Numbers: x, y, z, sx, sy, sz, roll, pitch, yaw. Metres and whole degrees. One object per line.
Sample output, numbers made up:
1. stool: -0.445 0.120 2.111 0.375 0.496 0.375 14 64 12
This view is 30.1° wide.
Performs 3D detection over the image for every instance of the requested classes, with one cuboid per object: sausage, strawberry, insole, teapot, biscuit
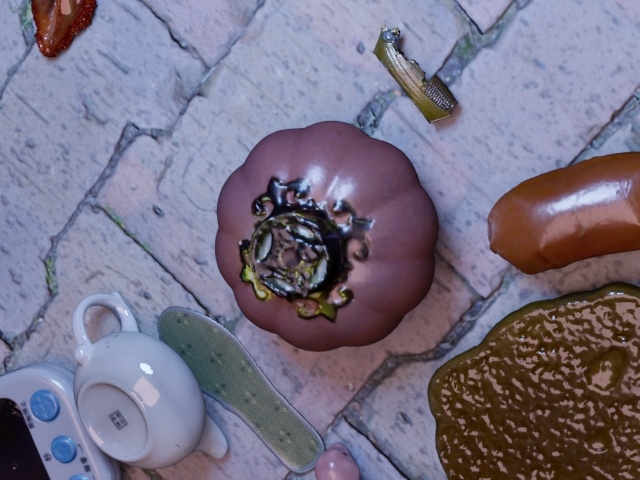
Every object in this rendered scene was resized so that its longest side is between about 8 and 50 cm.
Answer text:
1. sausage: 0.334 -0.037 1.480 0.258 0.133 0.133 -15 97 24
2. strawberry: -0.372 -0.332 1.686 0.104 0.048 0.152 23 105 16
3. insole: -0.119 0.217 1.748 0.322 0.007 0.109 45 112 5
4. teapot: -0.264 0.210 1.723 0.208 0.166 0.299 -34 82 50
5. biscuit: 0.333 0.227 1.567 0.359 0.074 0.381 34 108 7

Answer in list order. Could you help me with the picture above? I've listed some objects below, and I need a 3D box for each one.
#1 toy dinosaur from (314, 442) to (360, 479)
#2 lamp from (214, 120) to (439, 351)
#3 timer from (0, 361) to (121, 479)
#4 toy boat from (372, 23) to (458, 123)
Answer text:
1. toy dinosaur: 0.064 0.385 1.651 0.152 0.194 0.177 -28 114 30
2. lamp: 0.000 0.000 1.534 0.305 0.239 0.305 4 103 18
3. timer: -0.436 0.321 1.831 0.237 0.087 0.262 -20 95 21
4. toy boat: 0.120 -0.218 1.551 0.049 0.047 0.149 -38 91 8
